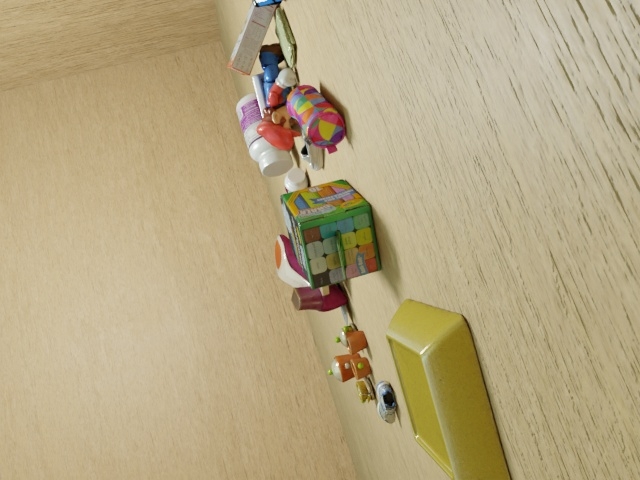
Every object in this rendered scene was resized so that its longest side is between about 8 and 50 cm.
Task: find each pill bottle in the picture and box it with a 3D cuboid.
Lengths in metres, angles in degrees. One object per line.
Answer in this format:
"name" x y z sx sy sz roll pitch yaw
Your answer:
"pill bottle" -0.204 -0.401 2.242 0.169 0.170 0.301 98 155 -70
"pill bottle" -0.086 -0.196 2.139 0.152 0.086 0.086 92 160 -63

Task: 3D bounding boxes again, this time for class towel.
"towel" -0.102 -0.587 1.711 0.110 0.027 0.148 103 150 -71

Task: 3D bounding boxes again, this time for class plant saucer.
"plant saucer" 0.216 0.290 1.103 0.333 0.081 0.332 177 78 -81

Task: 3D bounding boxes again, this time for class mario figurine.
"mario figurine" -0.111 -0.445 1.859 0.198 0.170 0.320 -11 -84 -63

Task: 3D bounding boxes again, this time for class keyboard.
"keyboard" 0.061 0.186 2.104 0.256 0.014 0.072 -109 6 -46

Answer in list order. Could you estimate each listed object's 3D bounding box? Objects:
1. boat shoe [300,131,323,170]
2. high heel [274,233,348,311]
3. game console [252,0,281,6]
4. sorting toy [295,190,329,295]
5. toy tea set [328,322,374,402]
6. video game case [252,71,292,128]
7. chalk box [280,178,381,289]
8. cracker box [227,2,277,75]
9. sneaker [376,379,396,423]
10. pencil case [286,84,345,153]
"boat shoe" -0.028 -0.260 1.713 0.184 0.063 0.066 97 156 -68
"high heel" -0.046 0.111 2.096 0.377 0.182 0.127 -113 31 -41
"game console" -0.111 -0.751 1.468 0.250 0.173 0.292 10 121 46
"sorting toy" 0.000 0.000 1.930 0.257 0.090 0.255 83 168 -44
"toy tea set" 0.087 0.405 1.997 0.200 0.125 0.335 -117 14 -53
"video game case" -0.160 -0.462 2.008 0.206 0.026 0.226 -55 -45 -62
"chalk box" 0.030 -0.011 1.427 0.289 0.179 0.180 -125 21 -62
"cracker box" -0.211 -0.626 1.804 0.232 0.067 0.155 -66 18 9
"sneaker" 0.193 0.476 1.700 0.058 0.052 0.135 -142 36 -69
"pencil case" -0.014 -0.302 1.440 0.236 0.105 0.104 -115 12 -54
